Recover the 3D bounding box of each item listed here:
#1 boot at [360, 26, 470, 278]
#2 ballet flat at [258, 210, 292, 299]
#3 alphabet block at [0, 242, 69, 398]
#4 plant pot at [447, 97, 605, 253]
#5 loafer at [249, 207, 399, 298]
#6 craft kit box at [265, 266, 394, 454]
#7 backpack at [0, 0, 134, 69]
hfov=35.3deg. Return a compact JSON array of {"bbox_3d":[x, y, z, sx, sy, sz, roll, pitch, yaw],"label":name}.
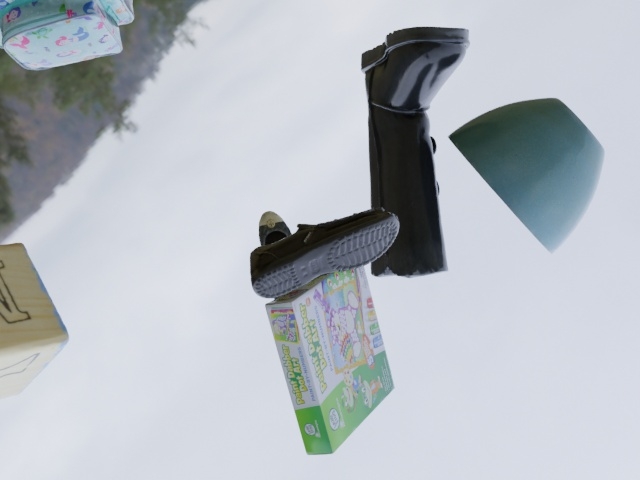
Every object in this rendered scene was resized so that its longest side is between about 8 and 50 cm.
[{"bbox_3d":[0.179,-0.151,1.882,0.146,0.445,0.367,0,180,-12],"label":"boot"},{"bbox_3d":[-0.064,0.031,1.657,0.057,0.173,0.049,-15,168,-1],"label":"ballet flat"},{"bbox_3d":[-0.544,0.138,1.554,0.192,0.193,0.197,-44,160,32],"label":"alphabet block"},{"bbox_3d":[0.401,-0.146,1.843,0.195,0.290,0.290,-41,-162,11],"label":"plant pot"},{"bbox_3d":[0.000,0.000,1.354,0.220,0.080,0.078,-20,-128,-12],"label":"loafer"},{"bbox_3d":[0.022,0.174,1.608,0.061,0.250,0.246,-8,-167,33],"label":"craft kit box"},{"bbox_3d":[-0.431,-0.377,1.568,0.253,0.191,0.225,-6,170,1],"label":"backpack"}]
